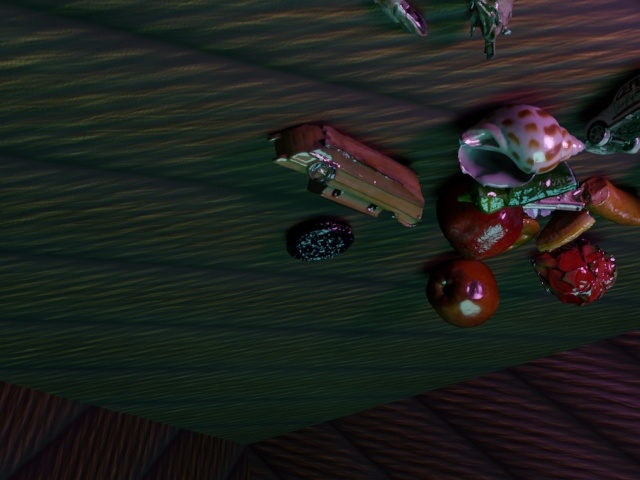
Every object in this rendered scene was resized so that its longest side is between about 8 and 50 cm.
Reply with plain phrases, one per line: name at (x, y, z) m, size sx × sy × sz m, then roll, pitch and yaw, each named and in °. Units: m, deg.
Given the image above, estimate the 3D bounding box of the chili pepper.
chili pepper at (0.459, -0.136, 1.693) m, size 0.270 × 0.136 × 0.099 m, roll -16°, pitch 157°, yaw 7°

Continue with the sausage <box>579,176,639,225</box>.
sausage at (0.845, -0.104, 2.037) m, size 0.270 × 0.109 × 0.109 m, roll 14°, pitch 143°, yaw -35°

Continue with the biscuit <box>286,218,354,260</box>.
biscuit at (0.000, 0.000, 1.949) m, size 0.194 × 0.053 × 0.194 m, roll -9°, pitch 152°, yaw -5°

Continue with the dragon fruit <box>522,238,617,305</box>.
dragon fruit at (0.822, 0.101, 2.348) m, size 0.293 × 0.234 × 0.234 m, roll 12°, pitch 160°, yaw 22°

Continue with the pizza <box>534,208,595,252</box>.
pizza at (0.707, -0.039, 2.073) m, size 0.062 × 0.161 × 0.182 m, roll 40°, pitch 114°, yaw -15°

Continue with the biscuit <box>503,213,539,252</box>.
biscuit at (0.540, -0.026, 2.107) m, size 0.220 × 0.066 × 0.220 m, roll -9°, pitch 154°, yaw -5°

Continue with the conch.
conch at (0.452, -0.216, 1.594) m, size 0.274 × 0.149 × 0.183 m, roll 16°, pitch 134°, yaw 10°

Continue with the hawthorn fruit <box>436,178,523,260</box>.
hawthorn fruit at (0.428, -0.067, 1.837) m, size 0.215 × 0.215 × 0.249 m, roll 16°, pitch 136°, yaw -42°

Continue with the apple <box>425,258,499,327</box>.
apple at (0.448, 0.167, 2.274) m, size 0.229 × 0.230 × 0.230 m, roll -9°, pitch 152°, yaw -5°

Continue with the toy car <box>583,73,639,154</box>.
toy car at (0.728, -0.300, 1.603) m, size 0.136 × 0.125 × 0.306 m, roll 6°, pitch 157°, yaw -29°

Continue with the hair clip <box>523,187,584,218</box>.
hair clip at (0.584, -0.100, 1.966) m, size 0.292 × 0.085 × 0.106 m, roll -6°, pitch 138°, yaw -1°

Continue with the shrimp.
shrimp at (0.226, -0.425, 1.227) m, size 0.246 × 0.085 × 0.360 m, roll -15°, pitch 150°, yaw 25°

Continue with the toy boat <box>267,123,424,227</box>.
toy boat at (0.068, -0.147, 1.636) m, size 0.445 × 0.136 × 0.162 m, roll 21°, pitch 134°, yaw -39°
